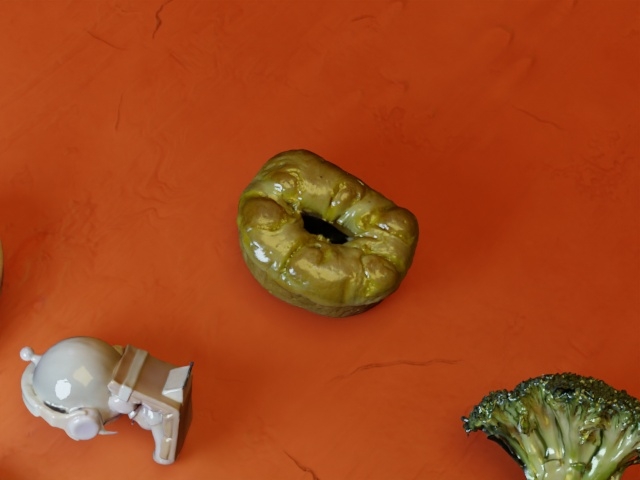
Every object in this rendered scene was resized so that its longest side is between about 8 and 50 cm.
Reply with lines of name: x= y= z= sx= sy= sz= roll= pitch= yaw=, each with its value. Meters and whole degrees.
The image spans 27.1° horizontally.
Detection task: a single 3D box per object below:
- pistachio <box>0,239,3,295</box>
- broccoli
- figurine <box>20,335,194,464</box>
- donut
pistachio: x=-0.495 y=0.070 z=1.736 sx=0.157 sy=0.157 sz=0.229 roll=10 pitch=73 yaw=-8
broccoli: x=0.352 y=0.352 z=1.771 sx=0.252 sy=0.221 sz=0.361 roll=-13 pitch=77 yaw=-12
figurine: x=-0.282 y=0.202 z=1.740 sx=0.237 sy=0.141 sz=0.162 roll=14 pitch=33 yaw=-3
donut: x=0.000 y=0.000 z=1.899 sx=0.261 sy=0.128 sz=0.208 roll=33 pitch=62 yaw=5
